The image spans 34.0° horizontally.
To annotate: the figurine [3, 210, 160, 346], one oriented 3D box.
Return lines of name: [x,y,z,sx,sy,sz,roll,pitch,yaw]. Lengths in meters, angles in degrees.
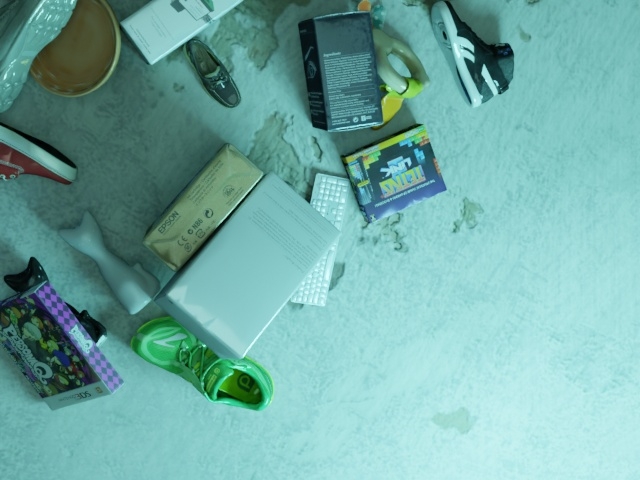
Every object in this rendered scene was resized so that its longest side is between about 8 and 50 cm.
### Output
figurine: [-0.437,0.079,1.927,0.215,0.092,0.209,-42,100,-3]

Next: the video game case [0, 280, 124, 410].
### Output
video game case: [-0.487,0.195,1.885,0.232,0.210,0.042,57,44,-14]

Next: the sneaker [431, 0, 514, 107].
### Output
sneaker: [0.299,-0.376,2.005,0.121,0.079,0.217,-28,112,-9]

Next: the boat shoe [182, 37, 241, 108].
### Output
boat shoe: [-0.199,-0.305,1.925,0.056,0.049,0.152,-40,105,-3]

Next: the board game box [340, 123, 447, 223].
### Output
board game box: [0.142,-0.130,2.019,0.170,0.048,0.141,-24,102,-9]

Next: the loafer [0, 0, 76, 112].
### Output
loafer: [-0.524,-0.361,1.791,0.111,0.112,0.319,43,105,10]

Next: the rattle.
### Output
rattle: [0.104,-0.337,1.992,0.199,0.143,0.130,49,55,1]

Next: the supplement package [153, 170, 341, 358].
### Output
supplement package: [-0.135,0.049,1.891,0.177,0.175,0.293,42,74,-9]

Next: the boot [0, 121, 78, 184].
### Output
boot: [-0.571,-0.114,1.868,0.244,0.088,0.176,25,94,-6]

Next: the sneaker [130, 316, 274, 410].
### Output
sneaker: [-0.213,0.233,1.973,0.295,0.123,0.109,26,94,-13]

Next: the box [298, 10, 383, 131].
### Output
box: [0.036,-0.310,1.918,0.108,0.153,0.207,-9,102,-10]

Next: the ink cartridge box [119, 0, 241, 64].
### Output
ink cartridge box: [-0.239,-0.407,1.845,0.219,0.160,0.092,-37,104,-4]

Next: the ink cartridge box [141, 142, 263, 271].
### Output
ink cartridge box: [-0.213,-0.065,1.888,0.088,0.193,0.234,41,89,-10]

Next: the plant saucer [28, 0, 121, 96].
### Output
plant saucer: [-0.436,-0.353,1.841,0.200,0.037,0.200,3,99,18]

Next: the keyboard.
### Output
keyboard: [0.000,0.000,2.034,0.072,0.014,0.256,10,97,-13]
